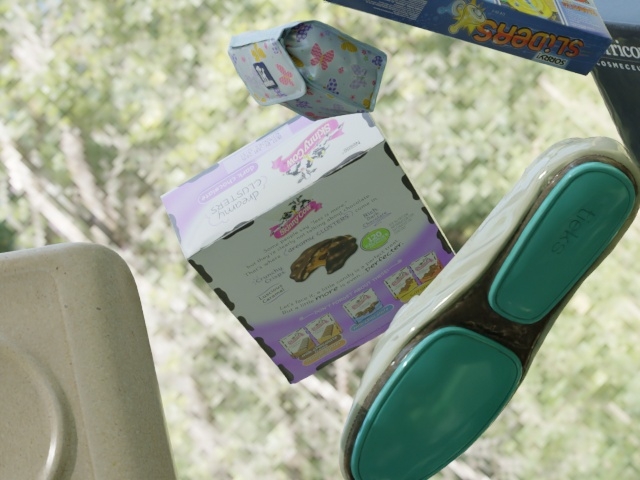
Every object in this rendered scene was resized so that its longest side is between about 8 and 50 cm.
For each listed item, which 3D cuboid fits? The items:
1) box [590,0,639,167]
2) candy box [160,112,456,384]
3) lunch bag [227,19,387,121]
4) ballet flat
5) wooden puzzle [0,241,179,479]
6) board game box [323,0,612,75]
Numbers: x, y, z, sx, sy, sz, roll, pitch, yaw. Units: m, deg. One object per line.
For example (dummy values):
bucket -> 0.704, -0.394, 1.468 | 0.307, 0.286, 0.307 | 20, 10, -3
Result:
box -> 0.597, -0.115, 1.755 | 0.297, 0.472, 0.480 | -41, 29, -21
candy box -> 0.000, 0.000, 1.212 | 0.165, 0.070, 0.196 | -30, -40, 4
lunch bag -> -0.012, -0.110, 1.040 | 0.071, 0.083, 0.053 | -1, 68, 56
ballet flat -> 0.092, 0.039, 0.937 | 0.248, 0.086, 0.086 | -51, -5, 12
wooden puzzle -> -0.231, 0.181, 0.777 | 0.347, 0.322, 0.080 | -8, -18, -19
board game box -> 0.082, -0.185, 1.056 | 0.035, 0.201, 0.136 | -57, 33, 36
